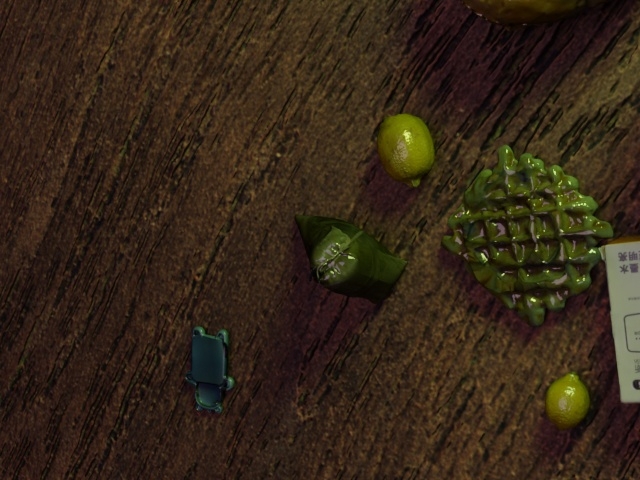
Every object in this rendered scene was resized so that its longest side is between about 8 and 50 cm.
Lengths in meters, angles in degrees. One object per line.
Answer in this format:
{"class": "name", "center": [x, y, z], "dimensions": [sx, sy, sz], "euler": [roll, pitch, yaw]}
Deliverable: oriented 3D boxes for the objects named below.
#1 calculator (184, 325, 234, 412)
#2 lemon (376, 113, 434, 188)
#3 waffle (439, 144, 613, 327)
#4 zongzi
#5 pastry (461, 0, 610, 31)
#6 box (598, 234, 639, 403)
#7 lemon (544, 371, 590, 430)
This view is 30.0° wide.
{"class": "calculator", "center": [-0.179, 0.211, 1.935], "dimensions": [0.094, 0.019, 0.141], "euler": [6, 98, 29]}
{"class": "lemon", "center": [0.123, -0.128, 1.710], "dimensions": [0.082, 0.082, 0.111], "euler": [-20, 88, 28]}
{"class": "waffle", "center": [0.284, -0.008, 1.644], "dimensions": [0.223, 0.054, 0.204], "euler": [43, 112, 20]}
{"class": "zongzi", "center": [-0.002, 0.001, 1.721], "dimensions": [0.204, 0.205, 0.094], "euler": [39, 100, 25]}
{"class": "pastry", "center": [0.304, -0.403, 1.545], "dimensions": [0.310, 0.162, 0.255], "euler": [-20, 73, 18]}
{"class": "box", "center": [0.508, 0.091, 1.507], "dimensions": [0.273, 0.091, 0.221], "euler": [-9, 90, 29]}
{"class": "lemon", "center": [0.336, 0.219, 1.627], "dimensions": [0.062, 0.062, 0.083], "euler": [15, 97, 27]}
